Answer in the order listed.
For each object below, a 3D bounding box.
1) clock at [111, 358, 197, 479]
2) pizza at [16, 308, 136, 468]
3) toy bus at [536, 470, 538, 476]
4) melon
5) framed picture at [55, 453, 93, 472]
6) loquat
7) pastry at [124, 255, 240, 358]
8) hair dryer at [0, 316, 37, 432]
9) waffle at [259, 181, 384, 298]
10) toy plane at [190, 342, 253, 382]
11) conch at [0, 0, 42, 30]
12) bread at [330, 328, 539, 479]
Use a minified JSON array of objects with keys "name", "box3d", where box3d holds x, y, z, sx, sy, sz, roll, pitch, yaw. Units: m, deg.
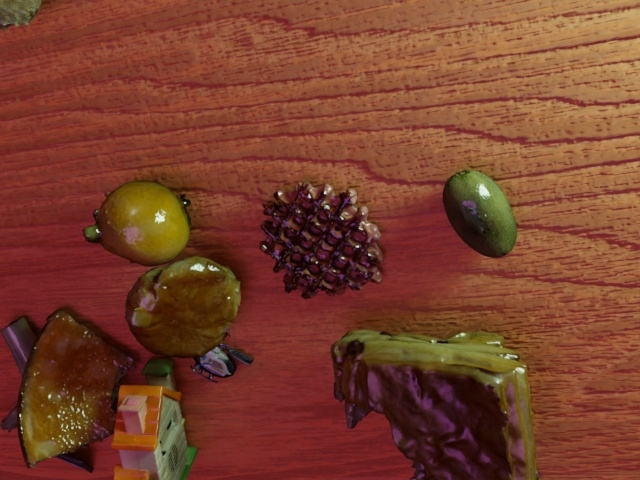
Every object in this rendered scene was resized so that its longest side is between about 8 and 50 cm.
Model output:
[{"name":"clock","box3d":[-0.344,0.393,1.815,0.106,0.220,0.255,-1,116,11]},{"name":"pizza","box3d":[-0.497,0.307,1.839,0.223,0.323,0.089,10,161,-15]},{"name":"toy bus","box3d":[0.376,0.544,1.736,0.136,0.109,0.330,-15,111,36]},{"name":"melon","box3d":[0.260,-0.041,1.464,0.099,0.099,0.162,-24,108,27]},{"name":"framed picture","box3d":[-0.590,0.484,2.035,0.149,0.011,0.109,21,157,7]},{"name":"loquat","box3d":[-0.324,-0.030,1.608,0.204,0.172,0.149,-8,117,-29]},{"name":"pastry","box3d":[-0.249,0.126,1.673,0.218,0.100,0.229,-22,126,-12]},{"name":"hair dryer","box3d":[-0.637,0.303,1.952,0.298,0.119,0.296,0,111,32]},{"name":"waffle","box3d":[0.000,0.000,1.597,0.221,0.055,0.234,-10,118,21]},{"name":"toy plane","box3d":[-0.235,0.217,1.793,0.197,0.053,0.078,31,114,-1]},{"name":"conch","box3d":[-0.531,-0.442,1.491,0.155,0.130,0.207,19,108,-7]},{"name":"bread","box3d":[0.213,0.303,1.606,0.370,0.191,0.314,1,110,29]}]
